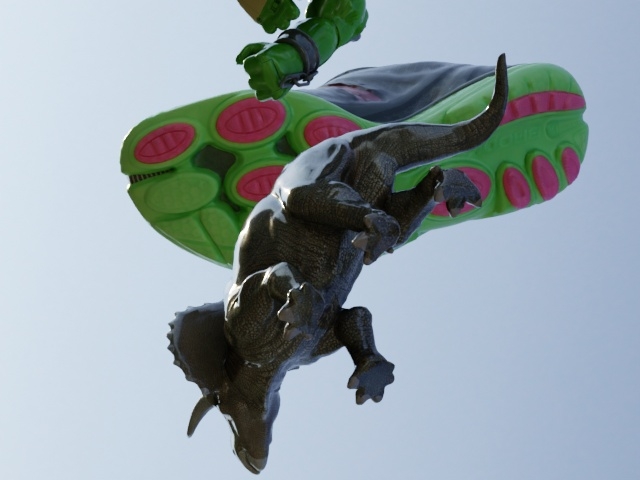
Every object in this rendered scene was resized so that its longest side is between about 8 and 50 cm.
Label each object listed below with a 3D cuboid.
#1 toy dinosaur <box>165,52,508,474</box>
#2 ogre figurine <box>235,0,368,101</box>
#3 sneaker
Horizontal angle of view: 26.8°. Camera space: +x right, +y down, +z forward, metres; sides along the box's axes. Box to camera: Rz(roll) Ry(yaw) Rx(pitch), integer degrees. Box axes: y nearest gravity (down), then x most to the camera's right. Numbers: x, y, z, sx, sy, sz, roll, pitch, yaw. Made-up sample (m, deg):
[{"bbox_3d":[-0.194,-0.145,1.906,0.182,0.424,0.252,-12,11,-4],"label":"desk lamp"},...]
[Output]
[{"bbox_3d":[0.000,0.000,0.830,0.160,0.121,0.314,24,-93,53],"label":"toy dinosaur"},{"bbox_3d":[-0.019,-0.196,0.856,0.097,0.118,0.197,-30,-98,36],"label":"ogre figurine"},{"bbox_3d":[0.031,-0.077,1.318,0.202,0.482,0.185,17,-69,62],"label":"sneaker"}]
